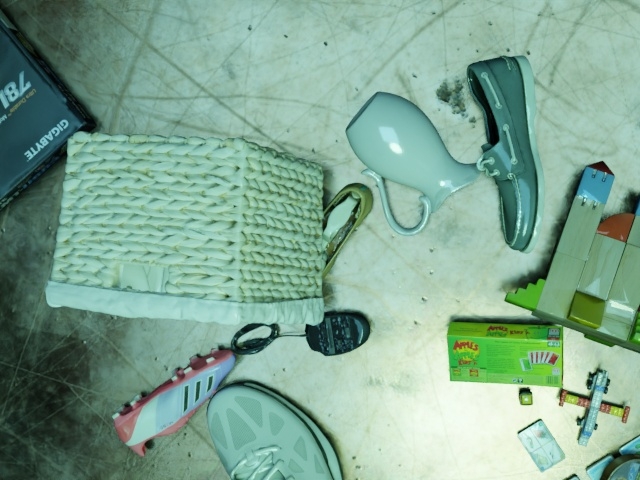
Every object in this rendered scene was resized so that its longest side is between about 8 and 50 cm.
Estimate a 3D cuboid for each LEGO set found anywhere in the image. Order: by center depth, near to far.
[{"bbox_3d":[0.428,0.326,1.825,0.182,0.060,0.244,-33,90,6],"label":"LEGO set"}]

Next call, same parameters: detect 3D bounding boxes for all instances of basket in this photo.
[{"bbox_3d":[-0.187,-0.012,1.728,0.329,0.331,0.266,5,88,23],"label":"basket"}]

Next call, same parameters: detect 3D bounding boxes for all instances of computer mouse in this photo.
[{"bbox_3d":[-0.033,0.159,1.889,0.242,0.041,0.071,-5,93,14],"label":"computer mouse"}]

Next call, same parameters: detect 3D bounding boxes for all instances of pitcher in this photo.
[{"bbox_3d":[0.128,-0.123,1.816,0.207,0.125,0.177,40,100,-8],"label":"pitcher"}]

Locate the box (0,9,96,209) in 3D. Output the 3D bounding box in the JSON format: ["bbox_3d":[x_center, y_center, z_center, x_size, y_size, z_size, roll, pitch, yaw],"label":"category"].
[{"bbox_3d":[-0.587,-0.214,1.921,0.295,0.073,0.293,-40,86,7],"label":"box"}]

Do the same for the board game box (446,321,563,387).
[{"bbox_3d":[0.298,0.183,1.812,0.181,0.043,0.092,1,119,15],"label":"board game box"}]

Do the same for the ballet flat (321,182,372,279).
[{"bbox_3d":[0.000,0.000,1.855,0.080,0.073,0.232,34,96,5],"label":"ballet flat"}]

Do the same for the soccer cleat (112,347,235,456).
[{"bbox_3d":[-0.235,0.270,1.895,0.248,0.083,0.095,-33,99,9],"label":"soccer cleat"}]

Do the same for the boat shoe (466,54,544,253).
[{"bbox_3d":[0.287,-0.136,1.786,0.099,0.116,0.319,-2,84,-13],"label":"boat shoe"}]

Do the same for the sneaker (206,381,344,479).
[{"bbox_3d":[-0.057,0.401,1.755,0.169,0.257,0.447,-41,72,8],"label":"sneaker"}]

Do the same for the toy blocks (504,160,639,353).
[{"bbox_3d":[0.512,0.040,1.760,0.382,0.191,0.260,20,83,8],"label":"toy blocks"}]

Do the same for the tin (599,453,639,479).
[{"bbox_3d":[0.491,0.435,1.817,0.106,0.040,0.189,17,98,-6],"label":"tin"}]
